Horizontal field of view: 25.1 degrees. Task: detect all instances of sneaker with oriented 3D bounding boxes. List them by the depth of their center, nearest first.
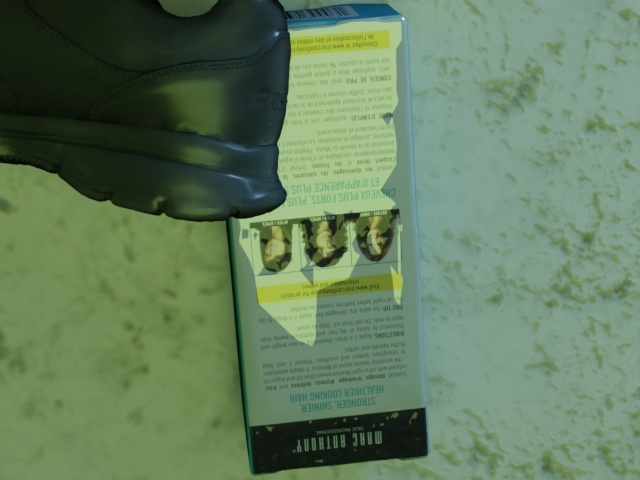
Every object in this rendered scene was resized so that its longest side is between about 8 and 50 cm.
[{"bbox_3d":[-0.147,-0.094,0.696,0.286,0.109,0.130,11,97,3],"label":"sneaker"}]

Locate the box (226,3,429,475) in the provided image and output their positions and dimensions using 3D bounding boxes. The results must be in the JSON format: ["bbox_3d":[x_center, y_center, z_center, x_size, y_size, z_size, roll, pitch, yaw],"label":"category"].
[{"bbox_3d":[0.000,0.000,0.774,0.100,0.060,0.244,-5,107,-5],"label":"box"}]
